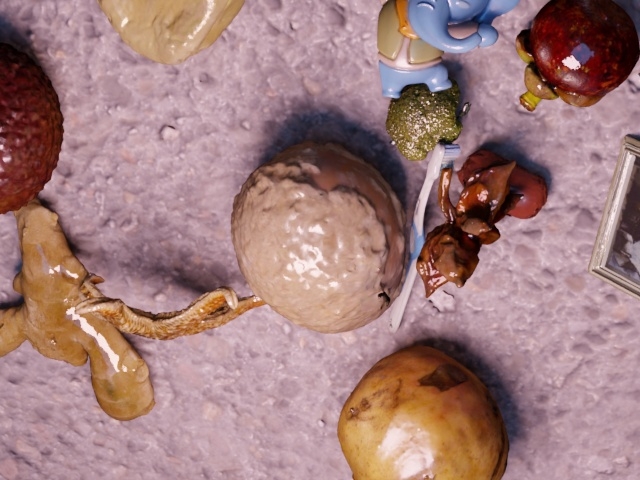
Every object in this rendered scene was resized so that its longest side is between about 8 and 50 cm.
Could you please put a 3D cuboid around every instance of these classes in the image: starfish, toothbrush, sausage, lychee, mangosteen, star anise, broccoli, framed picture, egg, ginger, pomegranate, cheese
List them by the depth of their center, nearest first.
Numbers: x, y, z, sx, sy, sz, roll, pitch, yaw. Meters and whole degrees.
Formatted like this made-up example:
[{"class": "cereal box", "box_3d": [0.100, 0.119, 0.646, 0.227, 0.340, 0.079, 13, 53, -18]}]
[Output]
[{"class": "mangosteen", "box_3d": [0.351, -0.251, 1.359, 0.145, 0.156, 0.181, -9, 146, -13]}, {"class": "framed picture", "box_3d": [0.515, 0.009, 1.397, 0.296, 0.019, 0.232, 33, 125, 43]}, {"class": "cheese", "box_3d": [-0.222, -0.370, 1.415, 0.214, 0.117, 0.226, 47, 118, -5]}, {"class": "star anise", "box_3d": [0.205, -0.013, 1.416, 0.111, 0.196, 0.212, 24, 80, 17]}, {"class": "broccoli", "box_3d": [0.155, -0.179, 1.438, 0.120, 0.130, 0.131, 24, 107, -43]}, {"class": "egg", "box_3d": [0.000, 0.000, 1.465, 0.279, 0.279, 0.310, -9, 131, 14]}, {"class": "sausage", "box_3d": [0.273, -0.082, 1.478, 0.141, 0.076, 0.076, 27, 116, -3]}, {"class": "lychee", "box_3d": [-0.511, -0.170, 1.491, 0.260, 0.260, 0.261, 4, 115, 9]}, {"class": "toothbrush", "box_3d": [0.143, 0.006, 1.510, 0.040, 0.040, 0.386, 16, 131, 3]}, {"class": "starfish", "box_3d": [-0.242, 0.106, 1.521, 0.327, 0.375, 0.094, 4, 88, 21]}, {"class": "pomegranate", "box_3d": [0.161, 0.309, 1.575, 0.281, 0.281, 0.281, 4, 115, 9]}, {"class": "ginger", "box_3d": [-0.424, 0.135, 1.679, 0.363, 0.122, 0.348, 28, 125, 8]}]

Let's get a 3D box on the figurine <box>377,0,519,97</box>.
[{"class": "figurine", "box_3d": [0.165, -0.316, 1.335, 0.180, 0.153, 0.262, 19, 108, 38]}]
